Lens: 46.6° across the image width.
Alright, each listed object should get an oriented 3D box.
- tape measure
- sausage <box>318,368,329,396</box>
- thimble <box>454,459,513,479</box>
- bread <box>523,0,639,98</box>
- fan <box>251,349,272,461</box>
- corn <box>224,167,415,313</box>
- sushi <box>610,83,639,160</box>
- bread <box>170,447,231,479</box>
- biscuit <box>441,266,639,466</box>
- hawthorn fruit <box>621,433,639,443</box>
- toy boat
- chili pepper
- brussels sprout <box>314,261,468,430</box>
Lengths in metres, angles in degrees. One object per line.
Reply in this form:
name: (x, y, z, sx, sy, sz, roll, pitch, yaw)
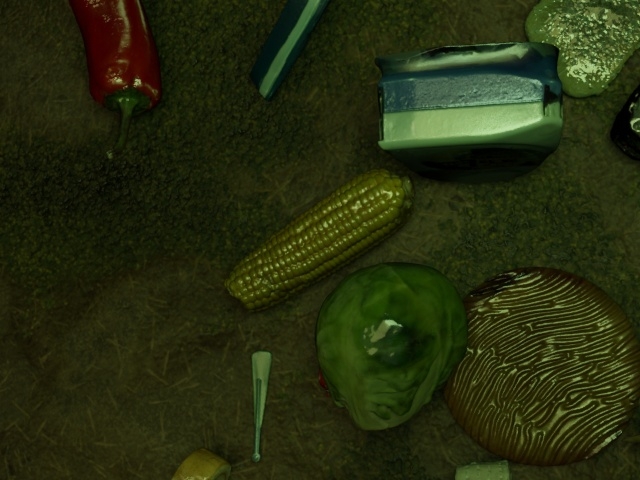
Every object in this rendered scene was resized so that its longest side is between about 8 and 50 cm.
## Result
tape measure: (0.225, -0.179, 1.120, 0.259, 0.262, 0.138, 0, 80, 14)
sausage: (0.021, 0.193, 1.259, 0.048, 0.050, 0.146, 8, 88, -27)
thimble: (0.259, 0.405, 1.160, 0.090, 0.102, 0.115, -11, 76, 16)
bread: (0.437, -0.379, 1.184, 0.207, 0.056, 0.287, 35, 94, 12)
fan: (-0.106, 0.289, 1.301, 0.038, 0.016, 0.193, 1, 87, 12)
corn: (0.000, 0.000, 1.240, 0.363, 0.120, 0.120, -32, 80, 11)
sushi: (0.544, -0.215, 1.111, 0.225, 0.126, 0.136, -45, 78, 6)
bread: (-0.220, 0.428, 1.268, 0.073, 0.122, 0.149, 27, 93, 17)
biscuit: (0.345, 0.200, 1.181, 0.317, 0.040, 0.318, -1, 88, 14)
hawthorn fruit: (0.557, 0.263, 1.056, 0.251, 0.189, 0.190, -16, 83, 19)
toy boat: (-0.039, -0.366, 1.253, 0.061, 0.096, 0.299, 29, 120, -9)
chili pepper: (-0.351, -0.294, 1.336, 0.134, 0.131, 0.339, -14, 79, -12)
brussels sprout: (0.102, 0.167, 1.158, 0.210, 0.219, 0.272, 22, 110, 53)
